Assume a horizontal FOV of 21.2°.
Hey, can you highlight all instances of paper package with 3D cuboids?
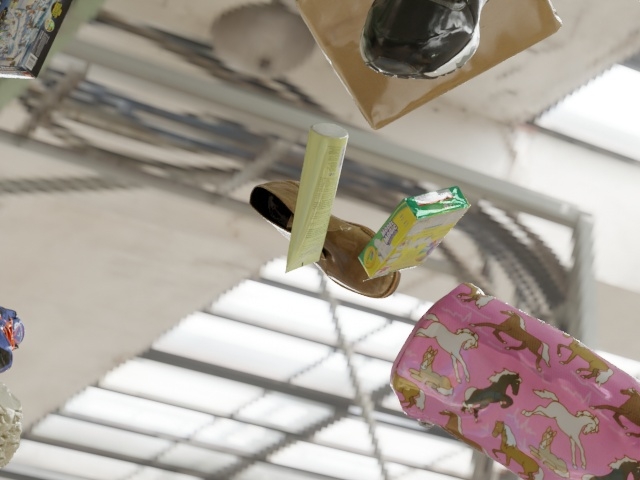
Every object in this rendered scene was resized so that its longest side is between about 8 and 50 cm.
[{"bbox_3d":[0.137,-0.367,2.441,0.325,0.309,0.168,-28,-135,6],"label":"paper package"}]

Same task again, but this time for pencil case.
[{"bbox_3d":[0.269,0.207,1.900,0.160,0.386,0.167,-46,155,-30],"label":"pencil case"}]

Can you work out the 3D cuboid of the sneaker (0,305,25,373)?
[{"bbox_3d":[-0.426,0.119,2.232,0.221,0.087,0.083,-143,-125,-65],"label":"sneaker"}]

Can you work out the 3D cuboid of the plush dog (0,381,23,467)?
[{"bbox_3d":[-0.497,0.188,1.908,0.225,0.210,0.262,-44,-110,19],"label":"plush dog"}]

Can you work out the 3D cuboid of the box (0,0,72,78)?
[{"bbox_3d":[-0.306,-0.232,1.767,0.094,0.027,0.137,7,-113,37],"label":"box"}]

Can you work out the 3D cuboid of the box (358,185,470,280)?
[{"bbox_3d":[0.128,-0.006,2.440,0.043,0.105,0.179,60,-38,22],"label":"box"}]

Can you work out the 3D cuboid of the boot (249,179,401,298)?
[{"bbox_3d":[0.000,0.000,2.831,0.305,0.115,0.112,37,-74,29],"label":"boot"}]

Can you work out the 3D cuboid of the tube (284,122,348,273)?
[{"bbox_3d":[-0.009,-0.064,2.683,0.062,0.070,0.240,-115,-148,-61],"label":"tube"}]

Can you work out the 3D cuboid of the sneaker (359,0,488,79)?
[{"bbox_3d":[0.109,-0.259,1.522,0.283,0.107,0.124,-58,154,-43],"label":"sneaker"}]
